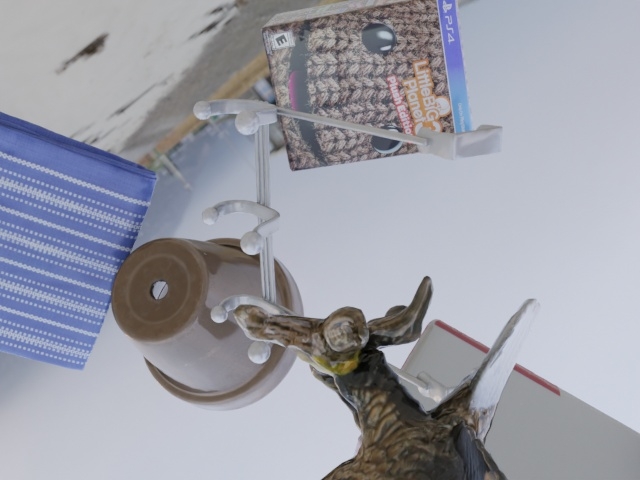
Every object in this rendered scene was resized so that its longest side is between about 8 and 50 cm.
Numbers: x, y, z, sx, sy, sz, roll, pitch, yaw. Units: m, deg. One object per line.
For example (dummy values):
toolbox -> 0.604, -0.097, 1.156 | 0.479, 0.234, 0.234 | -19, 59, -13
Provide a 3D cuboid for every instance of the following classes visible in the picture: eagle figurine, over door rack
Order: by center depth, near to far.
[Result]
eagle figurine -> 0.051, 0.190, 0.526 | 0.226, 0.298, 0.225 | -6, 156, -37
over door rack -> 0.000, 0.000, 0.773 | 0.324, 0.239, 0.108 | 15, -156, 41

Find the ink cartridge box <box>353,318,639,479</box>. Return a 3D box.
ink cartridge box -> 0.190, 0.268, 1.007 | 0.160, 0.279, 0.384 | -58, 170, -18

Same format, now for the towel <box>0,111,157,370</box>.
towel -> -0.396, 0.010, 1.199 | 0.040, 0.243, 0.336 | -113, -135, -66

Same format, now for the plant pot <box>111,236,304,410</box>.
plant pot -> -0.181, 0.102, 1.230 | 0.263, 0.263, 0.229 | -38, 154, 5

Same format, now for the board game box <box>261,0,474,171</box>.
board game box -> 0.080, -0.254, 1.334 | 0.291, 0.232, 0.141 | -8, -158, 10
